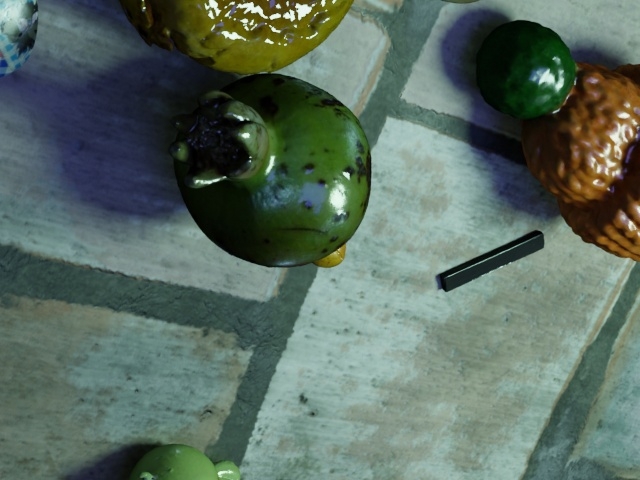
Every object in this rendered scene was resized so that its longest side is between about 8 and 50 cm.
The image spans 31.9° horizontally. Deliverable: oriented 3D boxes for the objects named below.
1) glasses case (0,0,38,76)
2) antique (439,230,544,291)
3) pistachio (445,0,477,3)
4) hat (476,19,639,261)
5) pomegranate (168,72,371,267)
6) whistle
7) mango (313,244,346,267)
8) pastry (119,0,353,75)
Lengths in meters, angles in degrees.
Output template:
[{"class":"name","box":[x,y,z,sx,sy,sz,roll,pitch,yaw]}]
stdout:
[{"class":"glasses case","box":[-0.445,-0.226,1.113,0.327,0.076,0.125,-4,114,-32]},{"class":"antique","box":[0.267,0.032,1.734,0.192,0.015,0.031,-22,125,-21]},{"class":"pistachio","box":[0.156,-0.362,1.407,0.185,0.124,0.124,13,107,-19]},{"class":"hat","box":[0.389,-0.142,1.571,0.400,0.285,0.285,19,102,-34]},{"class":"pomegranate","box":[-0.083,-0.096,1.298,0.306,0.242,0.242,27,98,-46]},{"class":"whistle","box":[-0.158,0.375,1.565,0.294,0.141,0.141,36,92,-40]},{"class":"mango","box":[0.000,0.000,1.529,0.060,0.046,0.089,-46,125,-3]},{"class":"pastry","box":[-0.074,-0.350,1.230,0.356,0.164,0.356,-14,116,-31]}]
